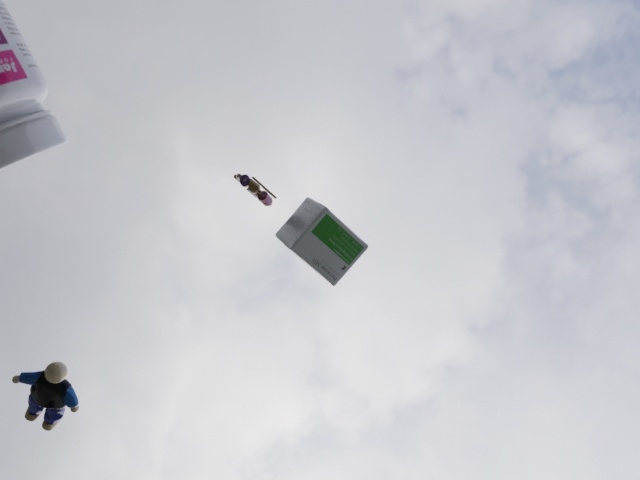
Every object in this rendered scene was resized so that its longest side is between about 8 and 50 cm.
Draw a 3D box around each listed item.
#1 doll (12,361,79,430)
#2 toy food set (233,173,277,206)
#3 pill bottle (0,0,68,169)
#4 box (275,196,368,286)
[{"bbox_3d":[-0.495,0.277,0.998,0.129,0.046,0.189,32,-51,-7],"label":"doll"},{"bbox_3d":[-0.120,-0.089,0.995,0.078,0.122,0.019,42,-99,-18],"label":"toy food set"},{"bbox_3d":[-0.458,-0.229,0.705,0.160,0.160,0.283,-14,-70,29],"label":"pill bottle"},{"bbox_3d":[0.000,0.000,0.881,0.101,0.102,0.087,41,-91,-22],"label":"box"}]
